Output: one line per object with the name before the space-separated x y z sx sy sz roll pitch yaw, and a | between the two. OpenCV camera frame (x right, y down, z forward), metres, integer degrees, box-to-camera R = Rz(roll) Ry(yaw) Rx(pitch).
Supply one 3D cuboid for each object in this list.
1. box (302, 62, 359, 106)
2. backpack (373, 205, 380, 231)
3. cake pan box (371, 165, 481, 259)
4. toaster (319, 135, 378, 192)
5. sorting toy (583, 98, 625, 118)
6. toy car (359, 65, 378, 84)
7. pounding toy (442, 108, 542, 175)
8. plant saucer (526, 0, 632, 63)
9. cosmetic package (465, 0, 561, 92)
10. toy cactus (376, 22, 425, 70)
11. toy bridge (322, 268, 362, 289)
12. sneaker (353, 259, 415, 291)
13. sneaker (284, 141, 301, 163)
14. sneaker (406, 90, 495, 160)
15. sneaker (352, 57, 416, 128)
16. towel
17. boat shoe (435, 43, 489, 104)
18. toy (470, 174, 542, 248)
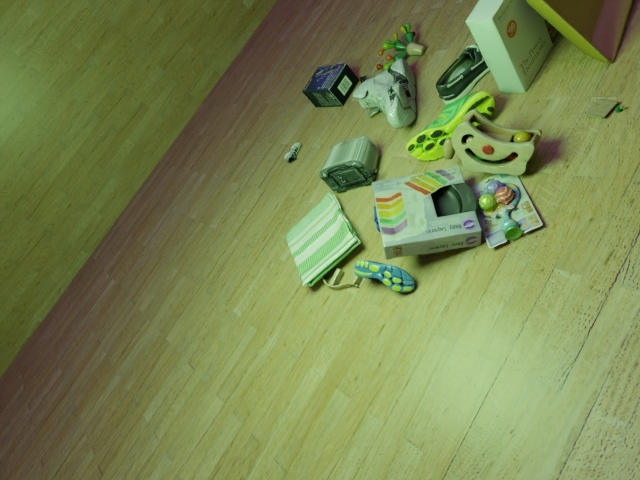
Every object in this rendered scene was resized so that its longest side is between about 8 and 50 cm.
box | 0.043 -0.686 2.110 0.207 0.108 0.153 16 72 50
backpack | 0.225 -0.076 1.416 0.120 0.101 0.098 -22 52 30
cake pan box | 0.287 -0.079 1.298 0.266 0.070 0.246 -9 53 8
toaster | 0.112 -0.272 1.673 0.227 0.129 0.147 -12 49 41
sorting toy | 0.722 -0.331 1.202 0.062 0.012 0.083 -45 34 -1
toy car | 0.215 -0.684 2.010 0.122 0.060 0.040 -35 -8 -7
pounding toy | 0.458 -0.286 1.290 0.269 0.154 0.155 11 47 35
plant saucer | 0.693 -0.686 1.277 0.081 0.332 0.333 -5 59 66
cosmetic package | 0.605 -0.674 1.389 0.097 0.284 0.377 22 76 52
toy cactus | 0.336 -0.767 1.913 0.180 0.112 0.219 26 75 33
toy bridge | 0.051 0.120 1.484 0.188 0.026 0.063 14 71 50
sneaker | 0.185 0.093 1.335 0.188 0.078 0.067 17 100 36
sneaker | -0.112 -0.376 2.064 0.098 0.038 0.069 -51 38 15
sneaker | 0.406 -0.356 1.489 0.295 0.109 0.123 -34 19 21
sneaker | 0.234 -0.508 1.750 0.210 0.137 0.366 -21 41 33
towel | -0.005 -0.008 1.606 0.248 0.038 0.325 -43 34 12
boat shoe | 0.503 -0.592 1.579 0.303 0.091 0.114 -53 37 -4
toy | 0.463 -0.102 1.233 0.136 0.056 0.237 -28 42 24
